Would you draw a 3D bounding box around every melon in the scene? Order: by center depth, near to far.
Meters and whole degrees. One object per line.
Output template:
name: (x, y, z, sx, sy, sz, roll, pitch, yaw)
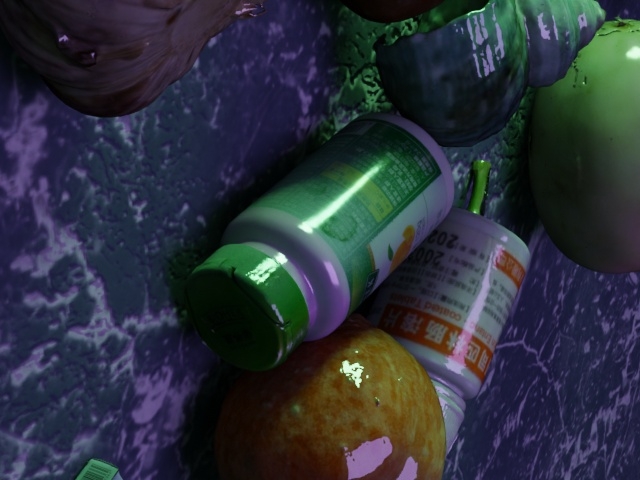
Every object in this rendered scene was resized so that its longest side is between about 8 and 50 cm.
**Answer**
melon: (0.366, -0.117, 1.645, 0.223, 0.223, 0.317, -25, 118, -51)

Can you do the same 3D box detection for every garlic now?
garlic: (-0.122, -0.207, 0.906, 0.245, 0.160, 0.245, -41, 169, -10)

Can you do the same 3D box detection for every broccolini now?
broccolini: (0.152, 0.017, 1.536, 0.054, 0.051, 0.239, 23, 77, -13)

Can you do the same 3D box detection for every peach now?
peach: (0.012, 0.174, 1.236, 0.232, 0.232, 0.232, -28, 124, -50)

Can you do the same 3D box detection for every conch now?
conch: (0.160, -0.195, 1.323, 0.277, 0.220, 0.195, -12, 72, -23)

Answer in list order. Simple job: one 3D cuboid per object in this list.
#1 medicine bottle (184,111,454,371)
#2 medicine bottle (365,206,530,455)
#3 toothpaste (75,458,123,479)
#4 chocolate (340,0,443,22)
medicine bottle: (0.000, 0.000, 1.206, 0.274, 0.133, 0.133, -41, 134, -41)
medicine bottle: (0.115, 0.099, 1.416, 0.144, 0.144, 0.252, 44, 67, -54)
toothpaste: (-0.209, 0.250, 1.068, 0.164, 0.034, 0.046, -55, 143, -30)
chocolate: (0.069, -0.278, 1.203, 0.177, 0.177, 0.176, -28, 124, -50)
